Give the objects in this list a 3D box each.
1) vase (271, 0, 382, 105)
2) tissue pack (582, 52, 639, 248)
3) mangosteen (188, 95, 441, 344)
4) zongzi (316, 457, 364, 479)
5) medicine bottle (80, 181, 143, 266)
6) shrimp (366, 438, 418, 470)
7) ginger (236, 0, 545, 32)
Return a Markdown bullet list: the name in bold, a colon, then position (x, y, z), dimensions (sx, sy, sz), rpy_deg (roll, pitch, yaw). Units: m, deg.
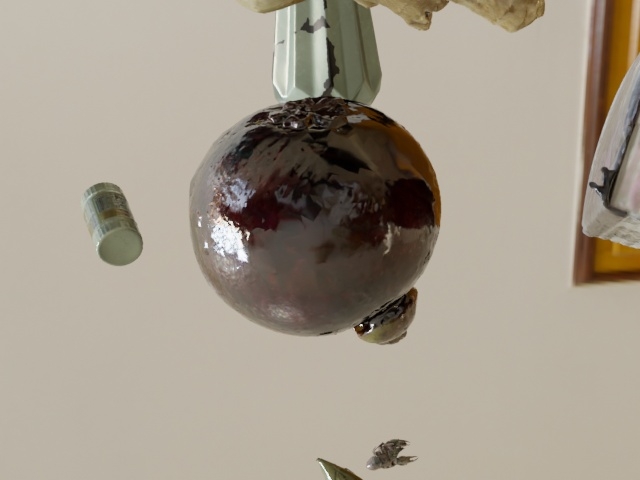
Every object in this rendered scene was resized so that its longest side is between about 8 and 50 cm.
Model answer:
- **vase**: position (-0.002, -0.358, 1.514), dimensions (0.165, 0.360, 0.165), rpy_deg (-4, -161, 1)
- **tissue pack**: position (0.379, -0.124, 1.196), dimensions (0.122, 0.259, 0.361), rpy_deg (20, 179, 11)
- **mangosteen**: position (-0.009, -0.016, 1.222), dimensions (0.297, 0.293, 0.297), rpy_deg (10, -141, -8)
- **zongzi**: position (0.039, 0.404, 1.643), dimensions (0.130, 0.062, 0.154), rpy_deg (40, -162, -9)
- **medicine bottle**: position (-0.203, -0.016, 1.054), dimensions (0.047, 0.047, 0.083), rpy_deg (-10, -142, -19)
- **shrimp**: position (0.097, 0.295, 1.500), dimensions (0.092, 0.038, 0.029), rpy_deg (3, 161, -45)
- **ginger**: position (0.045, -0.216, 0.921), dimensions (0.288, 0.089, 0.075), rpy_deg (5, -119, 11)
